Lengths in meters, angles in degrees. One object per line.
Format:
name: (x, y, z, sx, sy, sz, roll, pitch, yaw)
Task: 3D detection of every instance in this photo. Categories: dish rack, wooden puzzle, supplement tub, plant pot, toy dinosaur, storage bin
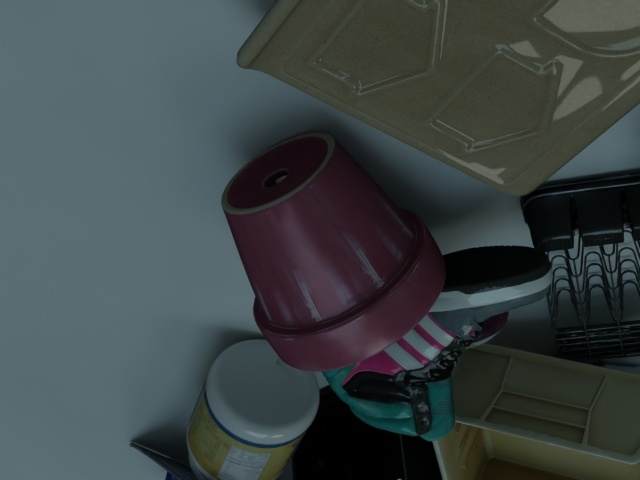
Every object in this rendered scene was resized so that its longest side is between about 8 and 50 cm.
dish rack: (0.340, 0.039, 1.181, 0.208, 0.074, 0.271, -6, 141, 15)
wooden puzzle: (0.150, -0.199, 0.908, 0.348, 0.080, 0.322, 20, 139, -25)
supplement tub: (-0.093, 0.235, 1.396, 0.144, 0.144, 0.199, 13, 140, -10)
plant pot: (0.085, 0.298, 1.443, 0.187, 0.188, 0.167, -28, 143, 33)
toy dinosaur: (0.319, 0.150, 1.352, 0.082, 0.090, 0.047, 20, 173, 30)
storage bin: (0.287, 0.269, 1.302, 0.260, 0.123, 0.262, 10, 139, 27)
plant pot: (0.000, 0.000, 1.082, 0.201, 0.201, 0.180, -18, 121, 24)

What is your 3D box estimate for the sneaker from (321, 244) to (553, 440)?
sneaker: (0.127, 0.121, 1.156, 0.296, 0.124, 0.178, -16, 107, 28)

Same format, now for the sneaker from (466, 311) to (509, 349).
sneaker: (0.124, 0.080, 1.248, 0.186, 0.069, 0.084, -5, 140, 8)

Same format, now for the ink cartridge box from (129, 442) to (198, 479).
ink cartridge box: (-0.095, 0.413, 1.539, 0.330, 0.071, 0.324, 29, 171, -28)

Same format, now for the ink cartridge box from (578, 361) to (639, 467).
ink cartridge box: (0.386, 0.236, 1.396, 0.092, 0.090, 0.143, 6, 142, -2)
